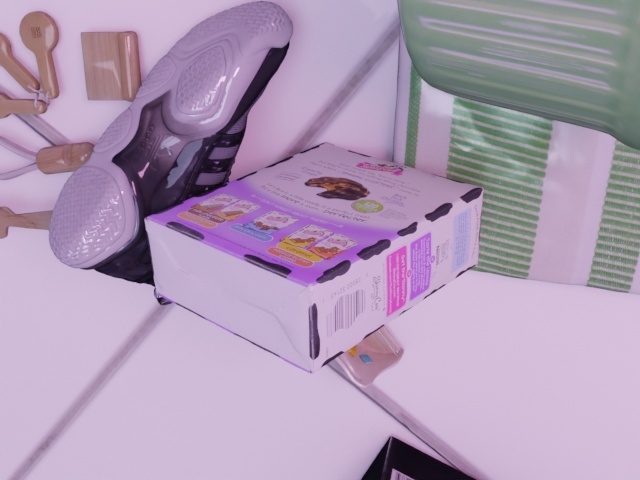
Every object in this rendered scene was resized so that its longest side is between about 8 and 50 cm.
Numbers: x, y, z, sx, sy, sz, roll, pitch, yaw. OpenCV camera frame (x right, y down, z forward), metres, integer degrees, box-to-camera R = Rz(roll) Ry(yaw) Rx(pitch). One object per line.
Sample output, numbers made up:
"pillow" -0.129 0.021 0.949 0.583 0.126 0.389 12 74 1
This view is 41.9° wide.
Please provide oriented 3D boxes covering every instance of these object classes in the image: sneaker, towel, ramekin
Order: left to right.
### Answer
"sneaker" -0.093 -0.064 0.706 0.268 0.101 0.153 -49 132 4
"ramekin" 0.148 -0.208 0.459 0.148 0.303 0.303 13 119 19
"towel" 0.218 -0.074 0.655 0.324 0.038 0.248 7 118 10

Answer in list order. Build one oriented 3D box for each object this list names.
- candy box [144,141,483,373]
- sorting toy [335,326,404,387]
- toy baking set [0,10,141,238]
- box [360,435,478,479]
"candy box" 0.000 0.000 0.626 0.165 0.196 0.070 21 124 38
"sorting toy" 0.033 0.096 0.764 0.045 0.075 0.083 -29 106 25
"toy baking set" -0.238 -0.089 0.769 0.196 0.030 0.256 27 114 6
"box" 0.139 0.345 0.848 0.261 0.103 0.184 28 117 -1
